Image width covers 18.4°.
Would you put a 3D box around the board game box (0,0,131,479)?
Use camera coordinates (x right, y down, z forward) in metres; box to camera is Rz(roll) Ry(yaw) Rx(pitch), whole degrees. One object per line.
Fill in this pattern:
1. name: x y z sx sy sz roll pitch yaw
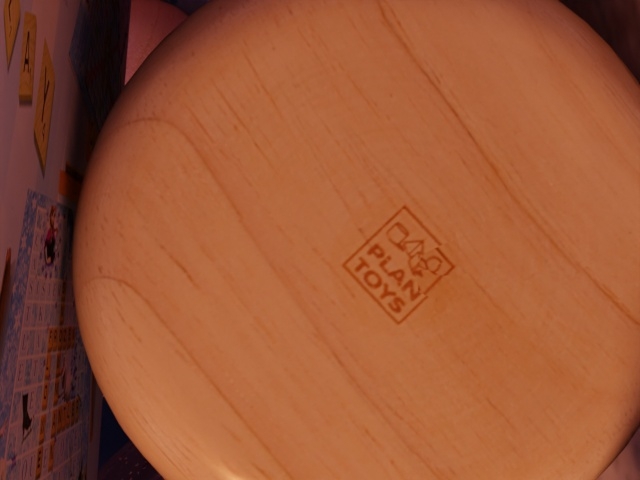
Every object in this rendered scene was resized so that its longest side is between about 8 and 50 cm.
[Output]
1. board game box: -0.091 -0.002 0.464 0.319 0.065 0.318 110 164 -83

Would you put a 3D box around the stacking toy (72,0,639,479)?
1. stacking toy: 0.000 0.000 0.592 0.330 0.141 0.141 -165 66 -84

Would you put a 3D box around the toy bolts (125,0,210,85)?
1. toy bolts: -0.101 -0.142 0.732 0.158 0.218 0.229 -94 -5 -53

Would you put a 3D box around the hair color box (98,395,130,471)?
1. hair color box: -0.118 0.034 1.089 0.347 0.105 0.174 -116 6 -51

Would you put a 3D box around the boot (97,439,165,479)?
1. boot: -0.096 0.209 0.760 0.118 0.338 0.223 38 -168 -27
